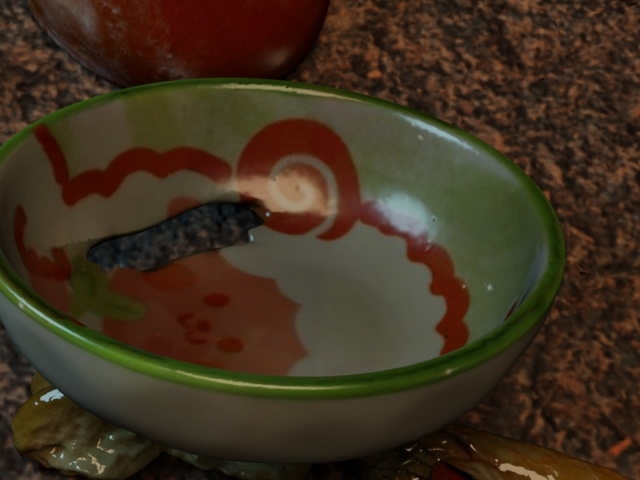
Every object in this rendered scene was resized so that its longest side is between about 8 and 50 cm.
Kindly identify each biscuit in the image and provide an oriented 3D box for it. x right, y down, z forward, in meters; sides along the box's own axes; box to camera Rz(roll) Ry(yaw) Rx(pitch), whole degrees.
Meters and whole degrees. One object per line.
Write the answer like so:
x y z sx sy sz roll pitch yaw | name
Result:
-0.094 0.089 0.863 0.183 0.061 0.118 1 59 -3 | biscuit

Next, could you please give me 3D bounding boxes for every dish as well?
-0.032 0.031 0.799 0.324 0.124 0.324 5 31 -3 | dish

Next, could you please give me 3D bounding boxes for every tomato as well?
-0.105 -0.215 0.985 0.233 0.139 0.200 34 70 13 | tomato

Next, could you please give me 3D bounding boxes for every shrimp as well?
0.112 0.167 0.802 0.287 0.063 0.152 23 31 5 | shrimp

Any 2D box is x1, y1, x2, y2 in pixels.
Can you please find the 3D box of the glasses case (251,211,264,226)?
0.000 0.000 0.930 0.064 0.041 0.170 -27 66 -3 | glasses case
